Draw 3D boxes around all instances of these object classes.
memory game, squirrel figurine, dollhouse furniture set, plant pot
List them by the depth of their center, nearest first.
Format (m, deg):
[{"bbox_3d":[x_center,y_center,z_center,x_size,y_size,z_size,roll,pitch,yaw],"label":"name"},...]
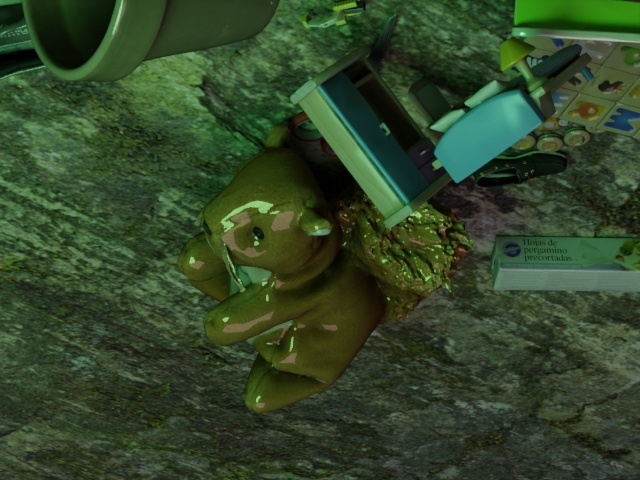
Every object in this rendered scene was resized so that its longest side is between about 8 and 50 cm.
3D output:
[{"bbox_3d":[-0.172,-0.301,1.728,0.229,0.263,0.263,-2,154,-36],"label":"plant pot"},{"bbox_3d":[0.173,-0.203,1.880,0.303,0.286,0.198,-35,92,41],"label":"dollhouse furniture set"},{"bbox_3d":[0.308,-0.172,2.124,0.186,0.012,0.186,-1,148,0],"label":"memory game"},{"bbox_3d":[0.000,0.000,2.205,0.397,0.281,0.370,-14,143,-7],"label":"squirrel figurine"}]

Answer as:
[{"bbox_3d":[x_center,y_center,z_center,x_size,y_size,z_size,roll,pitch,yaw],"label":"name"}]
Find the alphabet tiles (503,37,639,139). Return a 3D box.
[{"bbox_3d":[0.420,-0.229,2.021,0.342,0.011,0.285,12,142,-20],"label":"alphabet tiles"}]

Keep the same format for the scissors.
[{"bbox_3d":[0.061,-0.198,2.074,0.109,0.021,0.297,18,142,-23],"label":"scissors"}]

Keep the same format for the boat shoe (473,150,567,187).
[{"bbox_3d":[0.279,-0.097,2.218,0.133,0.042,0.049,-4,146,2],"label":"boat shoe"}]

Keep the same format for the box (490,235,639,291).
[{"bbox_3d":[0.423,0.036,2.411,0.324,0.063,0.067,1,147,-2],"label":"box"}]

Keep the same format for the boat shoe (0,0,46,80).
[{"bbox_3d":[-0.302,-0.249,1.907,0.335,0.095,0.112,-10,147,15],"label":"boat shoe"}]

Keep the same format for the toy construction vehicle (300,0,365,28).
[{"bbox_3d":[0.012,-0.292,1.902,0.098,0.035,0.086,-11,146,17],"label":"toy construction vehicle"}]

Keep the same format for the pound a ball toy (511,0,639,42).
[{"bbox_3d":[0.381,-0.325,1.784,0.319,0.208,0.136,4,-169,8],"label":"pound a ball toy"}]
